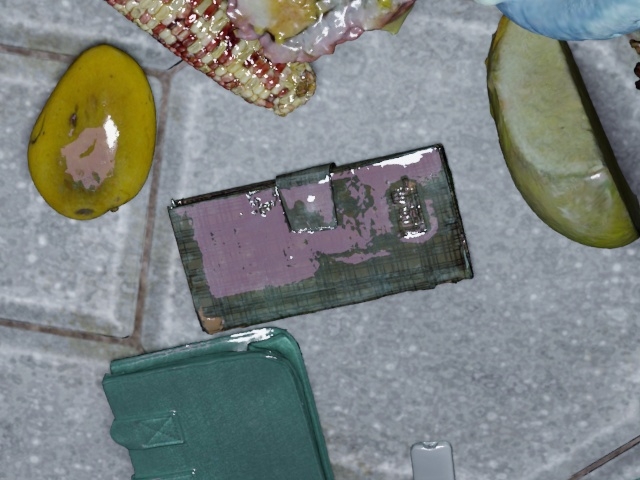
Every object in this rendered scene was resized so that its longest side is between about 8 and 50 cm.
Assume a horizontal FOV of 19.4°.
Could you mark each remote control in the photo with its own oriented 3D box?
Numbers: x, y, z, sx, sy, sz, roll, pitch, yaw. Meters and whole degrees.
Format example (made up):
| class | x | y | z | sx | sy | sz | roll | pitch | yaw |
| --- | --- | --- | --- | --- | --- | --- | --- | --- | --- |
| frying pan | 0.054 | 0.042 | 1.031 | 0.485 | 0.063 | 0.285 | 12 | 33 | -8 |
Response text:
| class | x | y | z | sx | sy | sz | roll | pitch | yaw |
| --- | --- | --- | --- | --- | --- | --- | --- | --- | --- |
| remote control | 0.139 | 0.323 | 2.220 | 0.050 | 0.027 | 0.184 | -5 | 110 | 6 |

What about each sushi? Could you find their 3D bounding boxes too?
| class | x | y | z | sx | sy | sz | roll | pitch | yaw |
| --- | --- | --- | --- | --- | --- | --- | --- | --- | --- |
| sushi | 0.016 | -0.309 | 1.900 | 0.270 | 0.171 | 0.236 | -35 | 107 | 18 |

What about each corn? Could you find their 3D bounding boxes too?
| class | x | y | z | sx | sy | sz | roll | pitch | yaw |
| --- | --- | --- | --- | --- | --- | --- | --- | --- | --- |
| corn | -0.128 | -0.236 | 1.979 | 0.290 | 0.098 | 0.098 | 35 | 110 | -13 |

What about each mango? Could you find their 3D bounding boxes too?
| class | x | y | z | sx | sy | sz | roll | pitch | yaw |
| --- | --- | --- | --- | --- | --- | --- | --- | --- | --- |
| mango | -0.247 | -0.116 | 2.036 | 0.137 | 0.098 | 0.195 | 10 | 107 | 4 |

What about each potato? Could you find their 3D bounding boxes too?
| class | x | y | z | sx | sy | sz | roll | pitch | yaw |
| --- | --- | --- | --- | --- | --- | --- | --- | --- | --- |
| potato | 0.241 | -0.090 | 1.924 | 0.112 | 0.255 | 0.269 | -25 | 108 | 12 |

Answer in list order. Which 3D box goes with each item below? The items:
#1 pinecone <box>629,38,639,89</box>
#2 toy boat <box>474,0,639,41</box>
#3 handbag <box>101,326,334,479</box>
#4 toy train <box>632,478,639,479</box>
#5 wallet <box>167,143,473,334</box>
| class | x | y | z | sx | sy | sz | roll | pitch | yaw |
| --- | --- | --- | --- | --- | --- | --- | --- | --- | --- |
| pinecone | 0.424 | -0.184 | 1.899 | 0.224 | 0.224 | 0.272 | -29 | 83 | 15 |
| toy boat | 0.238 | -0.288 | 1.811 | 0.123 | 0.330 | 0.215 | -33 | 103 | -20 |
| handbag | -0.106 | 0.269 | 2.186 | 0.239 | 0.089 | 0.326 | -11 | 112 | 9 |
| toy train | 0.360 | 0.382 | 2.186 | 0.203 | 0.112 | 0.163 | -24 | 114 | 14 |
| wallet | 0.000 | 0.000 | 2.091 | 0.317 | 0.044 | 0.169 | -12 | 109 | 8 |
